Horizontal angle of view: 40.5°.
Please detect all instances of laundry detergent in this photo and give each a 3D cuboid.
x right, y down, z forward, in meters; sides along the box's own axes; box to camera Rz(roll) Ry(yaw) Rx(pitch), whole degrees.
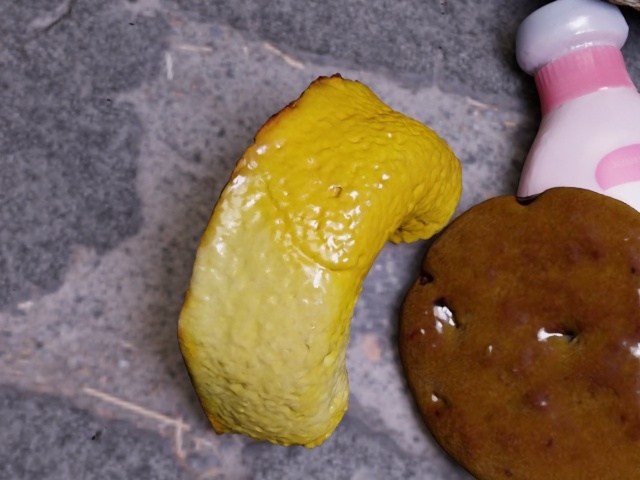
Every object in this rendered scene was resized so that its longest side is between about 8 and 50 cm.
[{"bbox_3d":[0.213,-0.010,0.617,0.159,0.088,0.335,-12,77,1],"label":"laundry detergent"}]

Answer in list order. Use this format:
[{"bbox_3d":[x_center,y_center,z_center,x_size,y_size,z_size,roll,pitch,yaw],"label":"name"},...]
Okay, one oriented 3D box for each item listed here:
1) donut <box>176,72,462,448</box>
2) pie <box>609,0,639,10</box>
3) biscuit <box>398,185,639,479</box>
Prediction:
[{"bbox_3d":[-0.004,0.002,0.540,0.101,0.152,0.259,24,75,25],"label":"donut"},{"bbox_3d":[0.241,-0.219,0.655,0.195,0.046,0.195,16,40,-14],"label":"pie"},{"bbox_3d":[0.148,0.068,0.564,0.212,0.036,0.212,-4,80,28],"label":"biscuit"}]
